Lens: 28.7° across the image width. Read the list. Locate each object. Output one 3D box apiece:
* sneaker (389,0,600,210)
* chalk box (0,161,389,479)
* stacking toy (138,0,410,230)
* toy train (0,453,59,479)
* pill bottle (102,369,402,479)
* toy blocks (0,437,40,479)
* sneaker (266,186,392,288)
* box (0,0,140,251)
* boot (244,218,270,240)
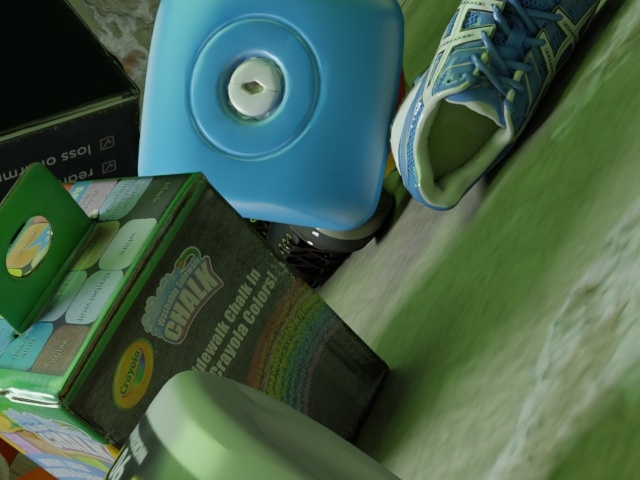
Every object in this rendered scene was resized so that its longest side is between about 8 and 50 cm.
[{"bbox_3d":[0.107,-0.105,0.699,0.081,0.080,0.211,-83,17,-62],"label":"sneaker"},{"bbox_3d":[-0.094,0.053,0.629,0.132,0.213,0.132,-1,51,47],"label":"chalk box"},{"bbox_3d":[0.012,-0.089,0.919,0.302,0.175,0.165,9,-91,-68],"label":"stacking toy"},{"bbox_3d":[-0.134,0.136,0.742,0.143,0.105,0.248,-48,-43,-35],"label":"toy train"},{"bbox_3d":[-0.047,0.153,0.359,0.208,0.119,0.119,-57,6,0],"label":"pill bottle"},{"bbox_3d":[-0.234,0.169,1.069,0.190,0.261,0.381,-54,7,30],"label":"toy blocks"},{"bbox_3d":[0.000,0.000,1.038,0.222,0.083,0.118,-105,29,-74],"label":"sneaker"},{"bbox_3d":[-0.436,0.030,1.229,0.480,0.297,0.471,-22,-40,-24],"label":"box"},{"bbox_3d":[-0.069,-0.017,1.530,0.178,0.085,0.236,-55,6,2],"label":"boot"}]
